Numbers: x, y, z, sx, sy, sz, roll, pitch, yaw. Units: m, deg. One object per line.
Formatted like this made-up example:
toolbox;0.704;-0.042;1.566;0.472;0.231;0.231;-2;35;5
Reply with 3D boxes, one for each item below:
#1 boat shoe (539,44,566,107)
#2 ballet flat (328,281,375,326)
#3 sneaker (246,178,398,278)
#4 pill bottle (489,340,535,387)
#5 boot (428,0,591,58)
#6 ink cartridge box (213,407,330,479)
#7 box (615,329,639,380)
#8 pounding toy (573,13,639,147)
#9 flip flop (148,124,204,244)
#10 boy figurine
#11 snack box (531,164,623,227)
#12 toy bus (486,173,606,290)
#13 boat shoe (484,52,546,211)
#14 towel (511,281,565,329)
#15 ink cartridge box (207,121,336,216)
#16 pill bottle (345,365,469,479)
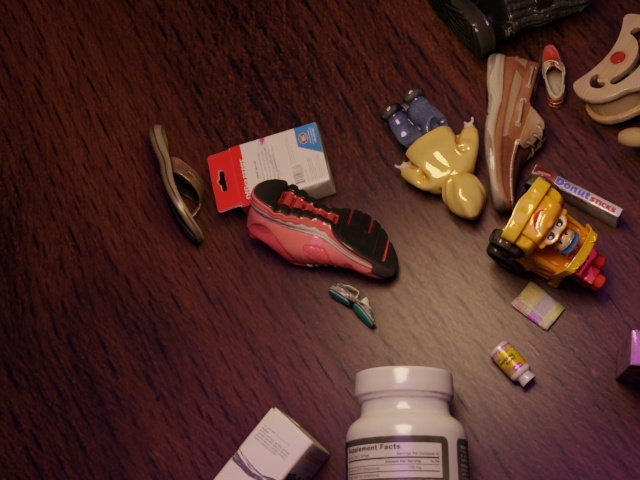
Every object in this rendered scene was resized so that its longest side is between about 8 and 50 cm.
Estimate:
boat shoe;0.458;-0.329;1.917;0.049;0.043;0.137;-5;69;12
ballet flat;0.068;0.116;1.850;0.114;0.041;0.041;38;82;20
sneaker;0.000;-0.001;1.878;0.313;0.136;0.116;27;42;1
pill bottle;0.346;0.223;1.749;0.043;0.043;0.083;-41;68;-4
boot;0.352;-0.534;1.962;0.260;0.131;0.348;-29;62;-3
ink cartridge box;-0.104;0.424;1.706;0.100;0.172;0.237;37;82;20
box;0.590;0.198;1.572;0.200;0.293;0.057;4;78;14
pounding toy;0.590;-0.284;1.860;0.154;0.155;0.270;3;59;43
flip flop;-0.281;-0.122;1.979;0.080;0.112;0.277;-16;63;-9
boy figurine;0.236;-0.164;1.877;0.177;0.092;0.285;-38;69;10
snack box;0.476;-0.082;1.816;0.178;0.064;0.022;31;82;20
toy bus;0.417;0.007;1.722;0.211;0.220;0.149;34;85;14
boat shoe;0.372;-0.211;1.856;0.116;0.123;0.325;2;73;10
towel;0.400;0.120;1.792;0.083;0.009;0.060;39;82;20
ink cartridge box;-0.098;-0.132;1.947;0.231;0.078;0.134;-16;68;6
pill bottle;0.147;0.406;1.640;0.210;0.210;0.363;-4;70;11
